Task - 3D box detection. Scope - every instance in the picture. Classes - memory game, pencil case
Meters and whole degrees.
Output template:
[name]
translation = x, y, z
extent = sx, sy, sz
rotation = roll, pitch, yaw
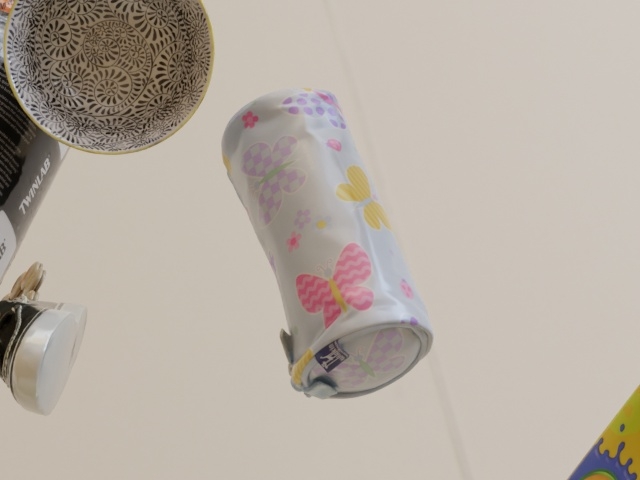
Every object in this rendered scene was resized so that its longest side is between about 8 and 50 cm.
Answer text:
[memory game]
translation = -0.349, 0.104, 1.391
extent = 0.186, 0.012, 0.186
rotation = -49, -158, 27
[pencil case]
translation = 0.000, 0.000, 1.091
extent = 0.124, 0.113, 0.273
rotation = -39, -127, 30

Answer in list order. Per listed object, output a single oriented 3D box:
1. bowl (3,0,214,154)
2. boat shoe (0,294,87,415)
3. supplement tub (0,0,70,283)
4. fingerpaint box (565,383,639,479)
[bowl]
translation = -0.176, -0.157, 1.075
extent = 0.170, 0.170, 0.080
rotation = -47, -170, -2
[boat shoe]
translation = -0.224, 0.082, 0.974
extent = 0.070, 0.219, 0.077
rotation = 13, -90, -6
[supplement tub]
translation = -0.334, -0.065, 1.115
extent = 0.194, 0.193, 0.316
rotation = -5, -133, 28
[fingerpaint box]
translation = 0.378, 0.211, 0.895
extent = 0.444, 0.163, 0.371
rotation = -58, -144, 23
